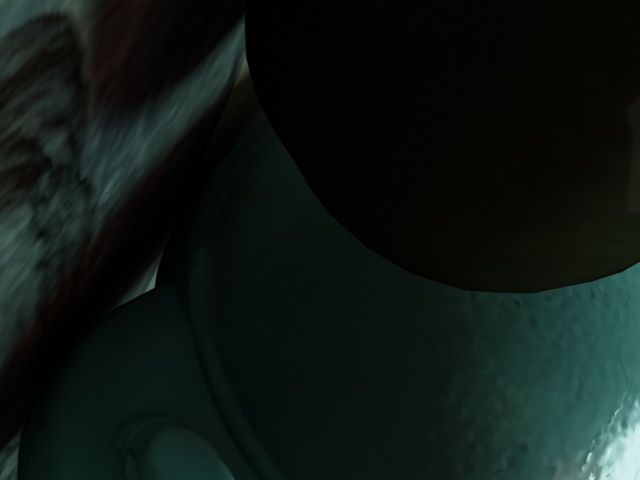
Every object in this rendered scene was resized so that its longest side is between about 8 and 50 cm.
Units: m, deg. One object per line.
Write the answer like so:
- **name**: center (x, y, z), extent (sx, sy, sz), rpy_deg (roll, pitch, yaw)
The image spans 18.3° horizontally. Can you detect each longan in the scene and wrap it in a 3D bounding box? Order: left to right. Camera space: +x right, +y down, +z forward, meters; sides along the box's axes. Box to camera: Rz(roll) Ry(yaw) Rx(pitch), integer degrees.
- **longan**: center (0.063, -0.066, 0.597), extent (0.189, 0.189, 0.189), rpy_deg (-56, 174, -9)

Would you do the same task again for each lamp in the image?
- **lamp**: center (0.020, 0.052, 0.736), extent (0.284, 0.209, 0.147), rpy_deg (-31, 169, -19)
